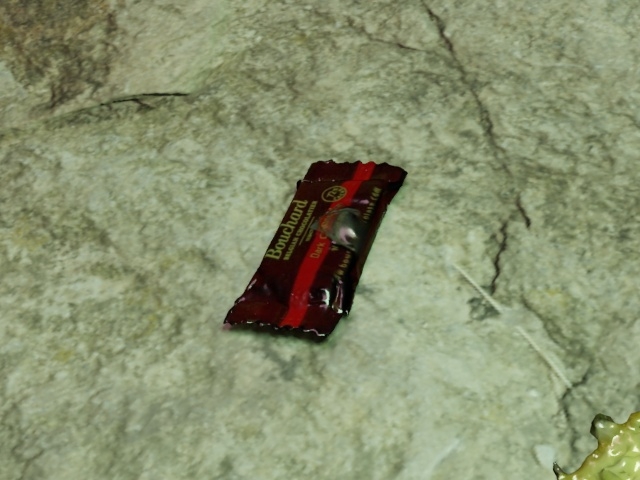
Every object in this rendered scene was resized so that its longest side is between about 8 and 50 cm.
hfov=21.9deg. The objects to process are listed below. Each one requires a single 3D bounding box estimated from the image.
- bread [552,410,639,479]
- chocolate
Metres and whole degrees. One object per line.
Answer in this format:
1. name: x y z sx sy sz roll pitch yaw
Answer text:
1. bread: 0.229 0.169 0.786 0.340 0.179 0.194 -44 38 0
2. chocolate: 0.000 0.000 1.153 0.086 0.028 0.182 6 46 24
